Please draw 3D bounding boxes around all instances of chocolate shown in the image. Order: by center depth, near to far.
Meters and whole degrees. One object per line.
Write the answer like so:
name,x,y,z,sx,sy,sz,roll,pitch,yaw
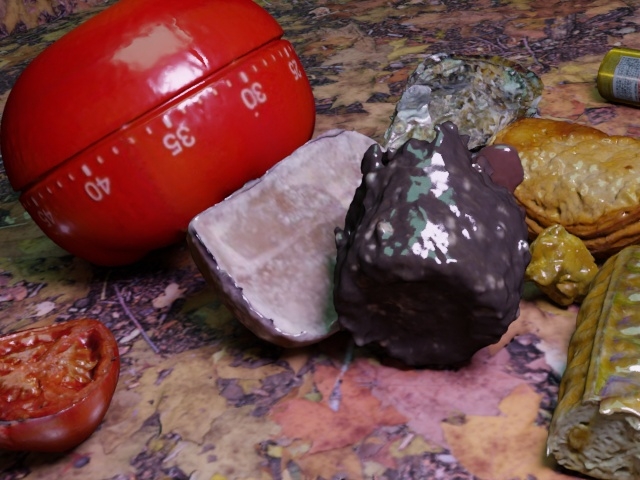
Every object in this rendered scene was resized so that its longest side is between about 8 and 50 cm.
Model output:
chocolate,0.000,0.000,0.926,0.185,0.100,0.303,44,51,11

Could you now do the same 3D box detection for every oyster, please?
oyster,0.165,-0.139,1.115,0.162,0.158,0.351,19,52,38

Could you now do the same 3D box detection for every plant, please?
plant,0.112,-0.006,0.812,0.204,0.178,0.234,30,53,-10

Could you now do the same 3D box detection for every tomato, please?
tomato,-0.265,0.149,0.789,0.166,0.082,0.174,-14,25,-15

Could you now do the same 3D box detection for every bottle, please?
bottle,0.534,-0.213,1.185,0.082,0.082,0.286,-29,35,-31

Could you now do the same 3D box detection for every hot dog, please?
hot dog,0.304,-0.059,0.959,0.175,0.114,0.259,-32,34,-26

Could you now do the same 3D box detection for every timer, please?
timer,-0.198,-0.145,1.032,0.378,0.279,0.378,-28,13,7

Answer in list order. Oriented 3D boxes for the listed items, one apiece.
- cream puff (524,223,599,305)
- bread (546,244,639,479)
cream puff,0.243,0.028,0.861,0.083,0.083,0.058,-7,-16,-35
bread,0.267,0.091,0.728,0.087,0.098,0.269,37,41,1
